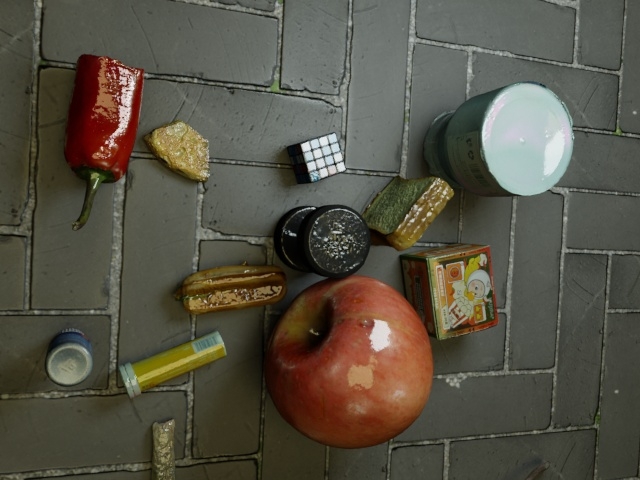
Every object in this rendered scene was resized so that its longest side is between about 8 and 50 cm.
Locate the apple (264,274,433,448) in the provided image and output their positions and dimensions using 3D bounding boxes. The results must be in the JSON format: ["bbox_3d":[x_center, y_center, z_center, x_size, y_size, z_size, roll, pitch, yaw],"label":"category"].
[{"bbox_3d":[0.068,0.262,1.348,0.363,0.364,0.364,-1,93,-21],"label":"apple"}]

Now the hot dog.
[{"bbox_3d":[-0.195,0.100,1.387,0.250,0.076,0.104,-7,115,-17],"label":"hot dog"}]

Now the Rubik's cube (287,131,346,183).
[{"bbox_3d":[-0.009,-0.184,1.429,0.092,0.092,0.092,-21,99,-19],"label":"Rubik's cube"}]

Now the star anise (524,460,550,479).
[{"bbox_3d":[0.534,0.804,1.679,0.359,0.139,0.316,-33,112,-32],"label":"star anise"}]

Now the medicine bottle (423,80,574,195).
[{"bbox_3d":[0.394,-0.223,1.476,0.244,0.290,0.245,-2,95,-20],"label":"medicine bottle"}]

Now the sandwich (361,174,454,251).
[{"bbox_3d":[0.184,-0.067,1.442,0.065,0.214,0.186,42,79,-19],"label":"sandwich"}]

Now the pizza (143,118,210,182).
[{"bbox_3d":[-0.293,-0.192,1.351,0.160,0.035,0.099,36,81,-19],"label":"pizza"}]

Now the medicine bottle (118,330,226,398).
[{"bbox_3d":[-0.310,0.259,1.349,0.218,0.074,0.074,-20,99,-20],"label":"medicine bottle"}]

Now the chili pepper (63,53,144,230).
[{"bbox_3d":[-0.435,-0.182,1.248,0.134,0.131,0.339,9,85,-46],"label":"chili pepper"}]

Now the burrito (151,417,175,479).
[{"bbox_3d":[-0.336,0.471,1.365,0.051,0.042,0.171,0,91,-11],"label":"burrito"}]

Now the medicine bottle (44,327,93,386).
[{"bbox_3d":[-0.477,0.216,1.212,0.083,0.203,0.084,0,91,-21],"label":"medicine bottle"}]

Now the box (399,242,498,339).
[{"bbox_3d":[0.312,0.117,1.537,0.177,0.148,0.195,-10,96,-21],"label":"box"}]

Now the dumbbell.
[{"bbox_3d":[0.000,0.000,1.374,0.152,0.218,0.153,-1,92,-21],"label":"dumbbell"}]
